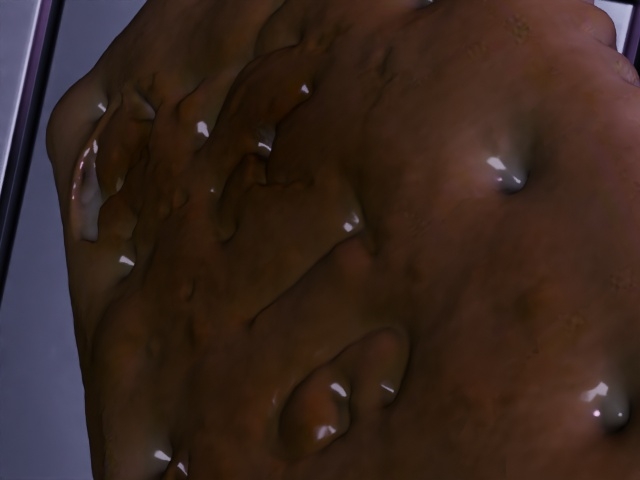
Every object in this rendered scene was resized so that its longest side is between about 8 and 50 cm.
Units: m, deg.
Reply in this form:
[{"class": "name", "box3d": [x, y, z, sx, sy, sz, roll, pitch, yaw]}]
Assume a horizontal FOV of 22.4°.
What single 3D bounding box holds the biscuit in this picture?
[{"class": "biscuit", "box3d": [0.000, 0.000, 0.475, 0.217, 0.044, 0.325, -41, 40, 24]}]
